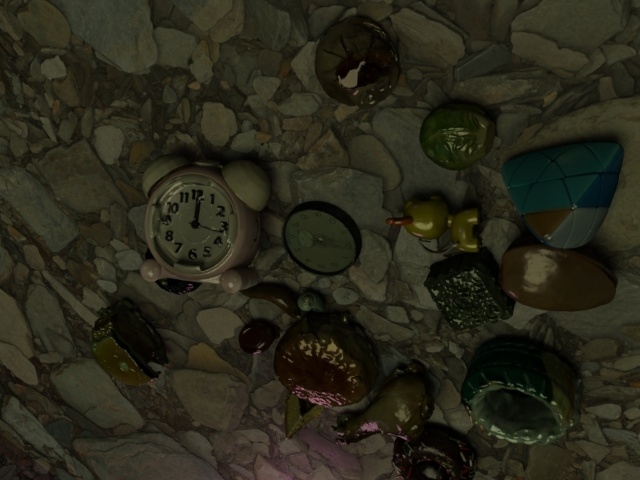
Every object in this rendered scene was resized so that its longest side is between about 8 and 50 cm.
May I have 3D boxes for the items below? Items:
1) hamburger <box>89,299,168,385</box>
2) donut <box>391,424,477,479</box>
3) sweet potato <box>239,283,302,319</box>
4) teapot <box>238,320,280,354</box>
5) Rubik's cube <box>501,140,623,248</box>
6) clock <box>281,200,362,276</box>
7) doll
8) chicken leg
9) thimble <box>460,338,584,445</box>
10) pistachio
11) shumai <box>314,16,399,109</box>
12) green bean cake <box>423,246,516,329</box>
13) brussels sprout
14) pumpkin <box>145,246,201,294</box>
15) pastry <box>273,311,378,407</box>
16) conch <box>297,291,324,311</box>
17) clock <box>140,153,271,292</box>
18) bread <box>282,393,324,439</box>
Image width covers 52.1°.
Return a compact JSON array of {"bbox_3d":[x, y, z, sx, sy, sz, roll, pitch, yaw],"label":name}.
[{"bbox_3d":[-0.643,0.340,2.140,0.192,0.167,0.288,-23,110,33],"label":"hamburger"},{"bbox_3d":[0.337,0.668,1.963,0.270,0.103,0.269,11,124,17],"label":"donut"},{"bbox_3d":[-0.143,0.155,1.863,0.250,0.059,0.069,20,106,25],"label":"sweet potato"},{"bbox_3d":[-0.183,0.290,1.965,0.129,0.078,0.098,-22,71,21],"label":"teapot"},{"bbox_3d":[0.455,-0.088,1.325,0.255,0.254,0.254,12,126,17],"label":"Rubik's cube"},{"bbox_3d":[0.000,0.000,1.700,0.215,0.042,0.214,12,125,17],"label":"clock"},{"bbox_3d":[0.263,-0.037,1.509,0.221,0.143,0.135,4,95,15],"label":"doll"},{"bbox_3d":[0.176,0.513,1.921,0.201,0.153,0.429,52,135,1],"label":"chicken leg"},{"bbox_3d":[0.508,0.385,1.652,0.288,0.167,0.254,7,126,21],"label":"thimble"},{"bbox_3d":[0.524,0.074,1.438,0.261,0.162,0.212,9,160,6],"label":"pistachio"},{"bbox_3d":[0.071,-0.358,1.377,0.201,0.120,0.201,10,125,14],"label":"shumai"},{"bbox_3d":[0.363,0.126,1.588,0.173,0.094,0.181,-20,111,34],"label":"green bean cake"},{"bbox_3d":[0.285,-0.215,1.378,0.155,0.117,0.155,18,127,25],"label":"brussels sprout"},{"bbox_3d":[-0.412,0.062,1.871,0.194,0.150,0.194,8,100,47],"label":"pumpkin"},{"bbox_3d":[0.015,0.356,1.874,0.330,0.136,0.329,11,127,15],"label":"pastry"},{"bbox_3d":[-0.024,0.172,1.819,0.076,0.085,0.056,10,81,11],"label":"conch"},{"bbox_3d":[-0.296,-0.051,1.670,0.342,0.184,0.325,5,99,11],"label":"clock"},{"bbox_3d":[-0.052,0.532,2.022,0.127,0.152,0.147,24,130,-6],"label":"bread"}]
